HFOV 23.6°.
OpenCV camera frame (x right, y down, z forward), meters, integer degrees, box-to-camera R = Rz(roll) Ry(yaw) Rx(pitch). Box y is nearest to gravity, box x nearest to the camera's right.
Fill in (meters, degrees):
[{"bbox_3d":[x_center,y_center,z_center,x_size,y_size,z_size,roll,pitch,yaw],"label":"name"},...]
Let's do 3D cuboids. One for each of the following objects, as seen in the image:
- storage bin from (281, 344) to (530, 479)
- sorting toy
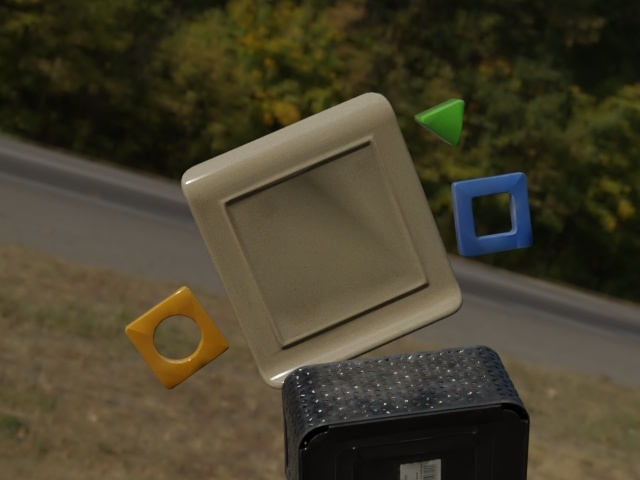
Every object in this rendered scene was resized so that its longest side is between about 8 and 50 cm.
[{"bbox_3d":[0.065,0.162,1.203,0.180,0.122,0.084,-6,29,-8],"label":"storage bin"},{"bbox_3d":[0.000,0.000,1.252,0.347,0.196,0.047,-23,12,-6],"label":"sorting toy"}]
